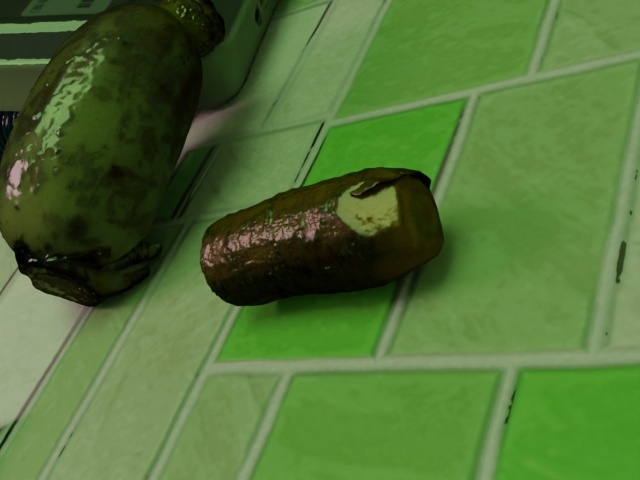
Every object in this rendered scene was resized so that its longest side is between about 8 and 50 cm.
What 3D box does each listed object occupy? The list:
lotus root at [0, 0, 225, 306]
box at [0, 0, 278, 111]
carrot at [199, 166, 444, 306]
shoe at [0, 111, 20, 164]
[{"bbox_3d":[-0.186,-0.100,0.816,0.173,0.173,0.309,1,62,42],"label":"lotus root"},{"bbox_3d":[-0.231,-0.291,1.065,0.373,0.090,0.367,0,46,14],"label":"box"},{"bbox_3d":[0.000,0.000,0.623,0.173,0.082,0.082,-16,39,39],"label":"carrot"},{"bbox_3d":[-0.329,-0.149,1.077,0.207,0.091,0.106,-36,28,-5],"label":"shoe"}]
